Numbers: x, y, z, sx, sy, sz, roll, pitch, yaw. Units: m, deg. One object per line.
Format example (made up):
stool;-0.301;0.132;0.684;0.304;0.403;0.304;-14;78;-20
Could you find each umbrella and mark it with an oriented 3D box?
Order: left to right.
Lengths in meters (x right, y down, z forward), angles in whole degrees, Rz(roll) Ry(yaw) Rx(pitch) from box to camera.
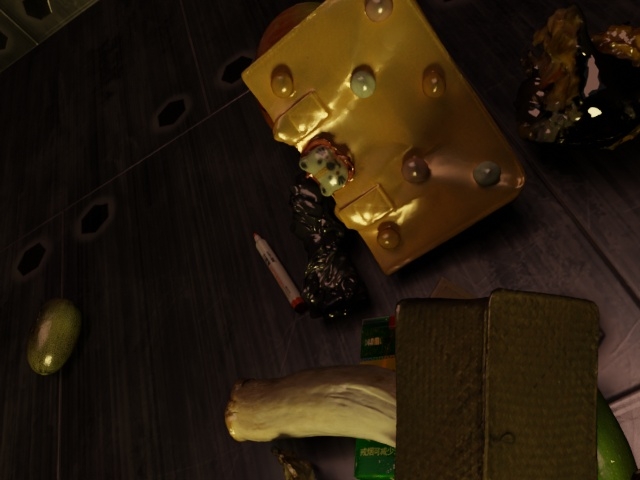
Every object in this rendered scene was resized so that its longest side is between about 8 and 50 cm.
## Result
umbrella;0.001;0.001;1.014;0.110;0.122;0.272;-38;53;34

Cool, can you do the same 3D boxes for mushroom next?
mushroom;0.014;0.232;0.818;0.351;0.095;0.123;-9;31;35

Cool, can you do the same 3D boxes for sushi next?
sushi;0.419;-0.233;0.878;0.213;0.204;0.200;169;105;-71

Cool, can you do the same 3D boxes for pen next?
pen;-0.080;0.051;1.090;0.026;0.026;0.218;-39;48;3

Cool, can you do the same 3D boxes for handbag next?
handbag;0.096;-0.165;0.903;0.283;0.401;0.133;-32;9;18

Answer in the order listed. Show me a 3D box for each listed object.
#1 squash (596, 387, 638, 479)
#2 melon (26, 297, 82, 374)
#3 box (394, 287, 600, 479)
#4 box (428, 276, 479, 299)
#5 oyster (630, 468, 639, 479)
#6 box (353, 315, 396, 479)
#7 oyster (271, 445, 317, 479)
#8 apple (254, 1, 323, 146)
squash;0.298;0.192;0.727;0.082;0.082;0.292;-31;49;11
melon;-0.552;0.197;1.236;0.099;0.099;0.162;-5;61;29
box;0.188;0.194;0.648;0.143;0.184;0.273;-9;77;56
box;0.187;0.104;0.851;0.079;0.035;0.083;32;60;12
oyster;0.379;0.303;0.576;0.337;0.197;0.133;-58;4;-1
box;0.118;0.217;0.852;0.132;0.034;0.235;-12;55;26
oyster;-0.011;0.351;0.802;0.056;0.105;0.177;-40;71;-9
apple;0.010;-0.282;1.106;0.250;0.277;0.309;-54;32;37
